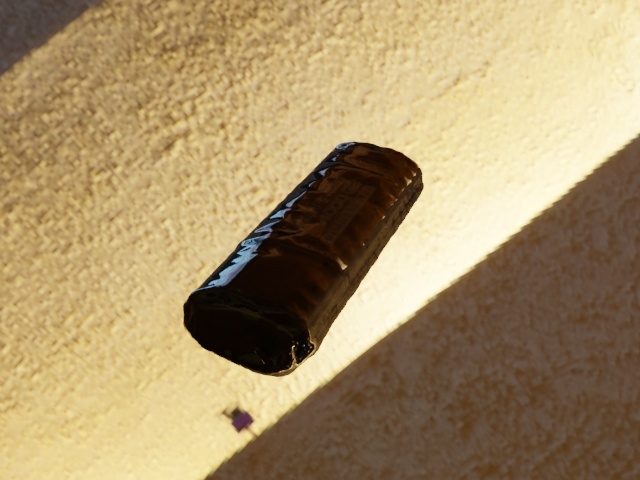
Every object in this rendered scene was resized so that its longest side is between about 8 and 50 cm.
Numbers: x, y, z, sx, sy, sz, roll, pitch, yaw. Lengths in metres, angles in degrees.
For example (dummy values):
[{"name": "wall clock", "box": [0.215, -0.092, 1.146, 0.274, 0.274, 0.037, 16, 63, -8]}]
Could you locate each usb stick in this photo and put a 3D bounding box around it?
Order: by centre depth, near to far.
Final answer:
[{"name": "usb stick", "box": [0.000, 0.000, 0.717, 0.077, 0.045, 0.278, 17, -152, 12]}]
